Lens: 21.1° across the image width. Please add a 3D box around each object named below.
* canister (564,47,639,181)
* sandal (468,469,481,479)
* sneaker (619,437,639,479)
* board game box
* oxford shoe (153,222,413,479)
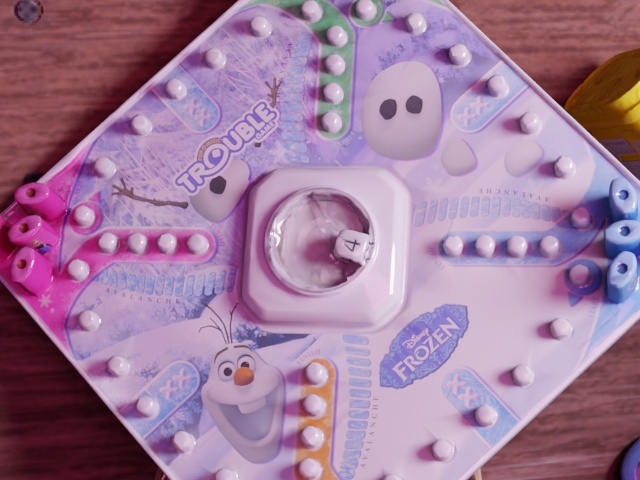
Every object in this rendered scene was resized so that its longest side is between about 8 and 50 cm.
[{"bbox_3d":[0.293,-0.072,1.398,0.170,0.126,0.073,46,78,-12],"label":"canister"},{"bbox_3d":[0.119,0.149,1.384,0.079,0.088,0.240,-9,99,-46],"label":"sandal"},{"bbox_3d":[0.319,0.178,1.432,0.144,0.059,0.053,-17,95,-14],"label":"sneaker"},{"bbox_3d":[0.000,0.000,1.236,0.390,0.050,0.390,-42,71,-3],"label":"board game box"},{"bbox_3d":[-0.030,0.152,1.293,0.140,0.146,0.397,20,84,-14],"label":"oxford shoe"}]
